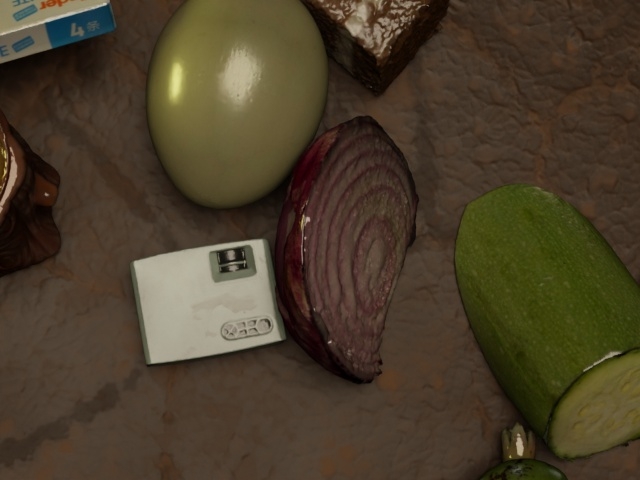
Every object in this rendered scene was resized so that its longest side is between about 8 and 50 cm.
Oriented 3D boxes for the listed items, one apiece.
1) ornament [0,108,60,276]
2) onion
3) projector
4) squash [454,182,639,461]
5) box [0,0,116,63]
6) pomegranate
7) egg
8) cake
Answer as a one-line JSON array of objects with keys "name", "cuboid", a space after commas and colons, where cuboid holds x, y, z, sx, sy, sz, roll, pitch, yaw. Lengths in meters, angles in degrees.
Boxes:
[{"name": "ornament", "cuboid": [-0.380, -0.049, 1.423, 0.235, 0.217, 0.221, 37, 79, 1]}, {"name": "onion", "cuboid": [0.000, 0.000, 1.476, 0.111, 0.247, 0.250, 7, 70, 28]}, {"name": "projector", "cuboid": [-0.119, 0.066, 1.515, 0.147, 0.061, 0.115, -10, 84, -7]}, {"name": "squash", "cuboid": [0.259, 0.084, 1.573, 0.189, 0.189, 0.260, -25, 49, -9]}, {"name": "box", "cuboid": [-0.372, -0.276, 1.485, 0.273, 0.048, 0.265, -17, 53, -8]}, {"name": "pomegranate", "cuboid": [0.208, 0.261, 1.505, 0.115, 0.114, 0.142, 5, 54, -5]}, {"name": "egg", "cuboid": [-0.086, -0.151, 1.487, 0.186, 0.186, 0.241, 8, 89, -5]}, {"name": "cake", "cuboid": [0.049, -0.258, 1.549, 0.147, 0.134, 0.135, 36, 79, 9]}]
